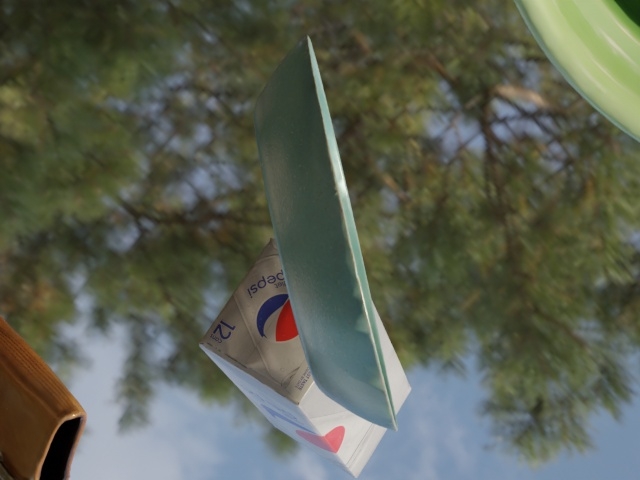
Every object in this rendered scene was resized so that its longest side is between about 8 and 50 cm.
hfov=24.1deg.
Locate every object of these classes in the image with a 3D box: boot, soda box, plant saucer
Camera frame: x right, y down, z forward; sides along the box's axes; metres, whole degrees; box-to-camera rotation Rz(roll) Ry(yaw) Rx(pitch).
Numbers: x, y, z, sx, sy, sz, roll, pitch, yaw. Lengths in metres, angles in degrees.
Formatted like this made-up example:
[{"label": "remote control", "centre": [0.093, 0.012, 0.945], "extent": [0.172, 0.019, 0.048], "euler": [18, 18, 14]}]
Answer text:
[{"label": "boot", "centre": [-0.233, 0.017, 0.883], "extent": [0.280, 0.096, 0.264], "euler": [47, -53, 29]}, {"label": "soda box", "centre": [-0.003, 0.102, 1.182], "extent": [0.091, 0.286, 0.098], "euler": [30, -102, 18]}, {"label": "plant saucer", "centre": [0.000, 0.000, 0.444], "extent": [0.021, 0.119, 0.119], "euler": [-13, -128, 3]}]

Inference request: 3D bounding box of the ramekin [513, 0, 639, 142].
[{"label": "ramekin", "centre": [0.215, -0.184, 0.636], "extent": [0.303, 0.303, 0.148], "euler": [-31, -165, 14]}]
